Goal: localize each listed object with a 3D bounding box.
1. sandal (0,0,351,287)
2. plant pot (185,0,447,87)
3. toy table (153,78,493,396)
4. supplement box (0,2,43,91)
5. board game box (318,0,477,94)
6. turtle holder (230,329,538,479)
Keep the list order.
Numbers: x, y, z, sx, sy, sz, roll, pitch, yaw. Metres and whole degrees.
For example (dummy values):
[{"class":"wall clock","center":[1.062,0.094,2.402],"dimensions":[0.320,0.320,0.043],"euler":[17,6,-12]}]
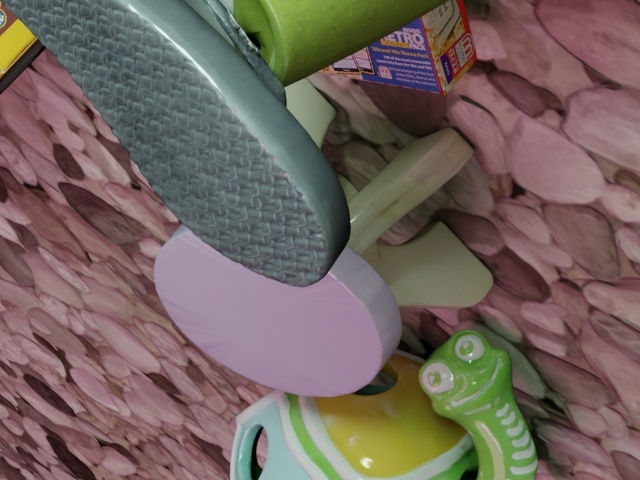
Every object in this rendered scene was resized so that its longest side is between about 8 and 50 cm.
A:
[{"class":"sandal","center":[-0.071,-0.090,0.766],"dimensions":[0.254,0.054,0.097],"euler":[49,149,3]},{"class":"plant pot","center":[0.015,-0.213,0.841],"dimensions":[0.275,0.293,0.275],"euler":[32,155,17]},{"class":"toy table","center":[0.000,0.000,1.403],"dimensions":[0.252,0.161,0.274],"euler":[51,153,-23]},{"class":"supplement box","center":[-0.305,-0.216,1.506],"dimensions":[0.191,0.129,0.194],"euler":[44,156,-8]},{"class":"board game box","center":[0.007,-0.189,1.150],"dimensions":[0.147,0.045,0.193],"euler":[13,137,35]},{"class":"turtle holder","center":[0.046,0.206,1.606],"dimensions":[0.227,0.243,0.320],"euler":[56,166,4]}]
